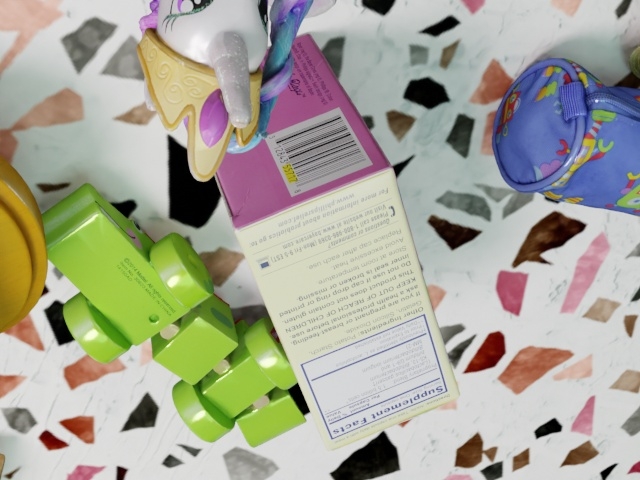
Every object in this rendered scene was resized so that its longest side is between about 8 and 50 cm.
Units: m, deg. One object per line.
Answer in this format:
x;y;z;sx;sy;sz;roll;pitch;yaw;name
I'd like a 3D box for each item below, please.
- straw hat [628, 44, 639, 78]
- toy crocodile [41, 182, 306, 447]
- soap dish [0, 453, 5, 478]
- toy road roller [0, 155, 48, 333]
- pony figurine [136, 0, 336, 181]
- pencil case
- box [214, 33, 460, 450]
0.343;-0.180;0.965;0.144;0.144;0.061;19;75;-30;straw hat
-0.120;0.075;0.979;0.115;0.105;0.340;-38;123;10;toy crocodile
-0.449;0.289;0.996;0.290;0.118;0.229;7;122;-25;soap dish
-0.355;0.029;0.762;0.329;0.241;0.203;-18;128;-7;toy road roller
-0.080;-0.241;0.638;0.302;0.351;0.364;7;103;-30;pony figurine
0.309;-0.079;0.993;0.306;0.119;0.133;9;150;-25;pencil case
0.000;0.000;0.883;0.117;0.213;0.243;-22;128;-3;box
